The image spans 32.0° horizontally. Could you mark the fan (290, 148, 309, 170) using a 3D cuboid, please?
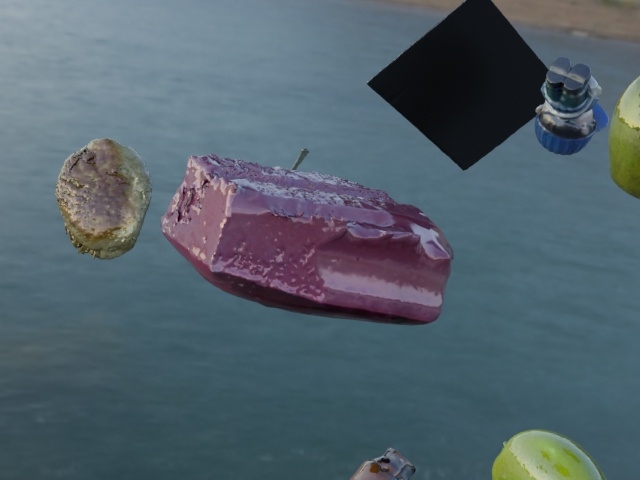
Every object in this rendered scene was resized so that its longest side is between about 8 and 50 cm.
[{"bbox_3d":[-0.053,-0.068,1.489,0.113,0.175,0.005,16,50,-17],"label":"fan"}]

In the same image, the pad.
[{"bbox_3d":[0.218,-0.221,1.606,0.299,0.202,0.005,32,26,-49],"label":"pad"}]

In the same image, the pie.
[{"bbox_3d":[-0.336,-0.069,1.736,0.163,0.194,0.079,-27,-22,11],"label":"pie"}]

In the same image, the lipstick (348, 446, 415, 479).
[{"bbox_3d":[-0.036,0.415,1.299,0.077,0.418,0.077,40,-9,8],"label":"lipstick"}]

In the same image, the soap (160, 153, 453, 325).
[{"bbox_3d":[0.000,0.000,1.293,0.324,0.127,0.220,7,20,-35],"label":"soap"}]

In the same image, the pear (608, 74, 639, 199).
[{"bbox_3d":[0.617,-0.192,1.973,0.212,0.269,0.212,26,26,-14],"label":"pear"}]

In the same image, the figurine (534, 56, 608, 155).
[{"bbox_3d":[0.307,-0.162,1.371,0.086,0.087,0.149,21,-14,19],"label":"figurine"}]

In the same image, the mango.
[{"bbox_3d":[0.398,0.420,1.871,0.149,0.186,0.273,-3,10,-25],"label":"mango"}]
